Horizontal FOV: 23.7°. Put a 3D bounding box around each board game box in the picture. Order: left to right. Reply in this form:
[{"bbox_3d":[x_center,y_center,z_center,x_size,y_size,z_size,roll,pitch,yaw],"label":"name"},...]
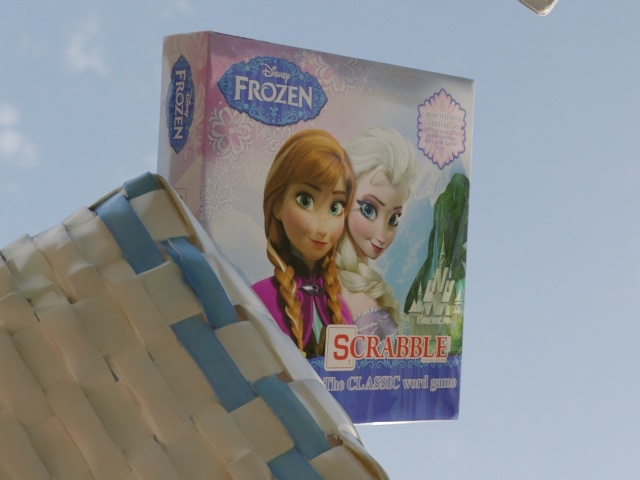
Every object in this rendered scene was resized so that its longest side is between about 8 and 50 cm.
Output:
[{"bbox_3d":[0.000,0.000,1.306,0.066,0.319,0.318,1,-91,47],"label":"board game box"}]

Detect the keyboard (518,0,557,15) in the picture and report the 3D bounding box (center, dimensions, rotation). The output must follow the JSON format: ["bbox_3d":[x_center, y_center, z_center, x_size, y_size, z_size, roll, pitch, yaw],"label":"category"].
[{"bbox_3d":[0.146,-0.222,0.667,0.072,0.014,0.256,34,-76,-10],"label":"keyboard"}]

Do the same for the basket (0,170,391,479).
[{"bbox_3d":[-0.120,0.137,0.595,0.255,0.289,0.201,55,-12,25],"label":"basket"}]
